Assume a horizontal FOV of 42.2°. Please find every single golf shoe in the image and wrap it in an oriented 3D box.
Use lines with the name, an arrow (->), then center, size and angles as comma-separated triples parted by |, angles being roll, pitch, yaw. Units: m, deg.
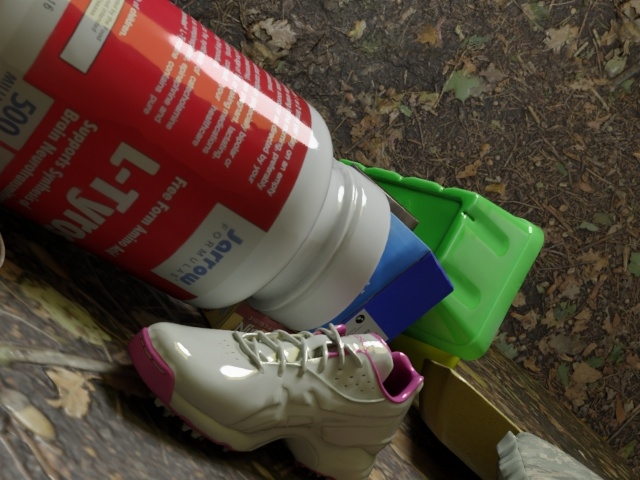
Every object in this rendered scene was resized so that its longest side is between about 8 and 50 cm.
golf shoe -> -0.025, 0.113, 0.707 | 0.306, 0.140, 0.115 | 32, 13, -47

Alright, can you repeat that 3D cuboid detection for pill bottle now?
pill bottle -> -0.140, -0.079, 0.758 | 0.408, 0.229, 0.229 | 32, 11, -27

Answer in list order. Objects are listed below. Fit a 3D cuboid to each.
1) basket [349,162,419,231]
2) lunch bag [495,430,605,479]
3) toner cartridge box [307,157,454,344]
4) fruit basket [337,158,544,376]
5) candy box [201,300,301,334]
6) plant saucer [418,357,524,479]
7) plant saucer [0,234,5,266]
basket -> 0.020, 0.016, 1.186 | 0.204, 0.227, 0.154 | 48, 9, 37
lunch bag -> 0.284, 0.343, 0.870 | 0.287, 0.169, 0.235 | 47, 8, 8
toner cartridge box -> 0.000, 0.000, 1.025 | 0.075, 0.165, 0.348 | 55, -4, -39
fruit basket -> 0.171, 0.066, 1.392 | 0.392, 0.282, 0.392 | 29, -12, 7
candy box -> -0.101, 0.059, 0.970 | 0.109, 0.053, 0.186 | 37, 7, -39
plant saucer -> 0.261, 0.310, 1.153 | 0.333, 0.081, 0.333 | 42, -4, 5
plant saucer -> -0.296, -0.031, 0.523 | 0.199, 0.036, 0.198 | 41, 8, -7
